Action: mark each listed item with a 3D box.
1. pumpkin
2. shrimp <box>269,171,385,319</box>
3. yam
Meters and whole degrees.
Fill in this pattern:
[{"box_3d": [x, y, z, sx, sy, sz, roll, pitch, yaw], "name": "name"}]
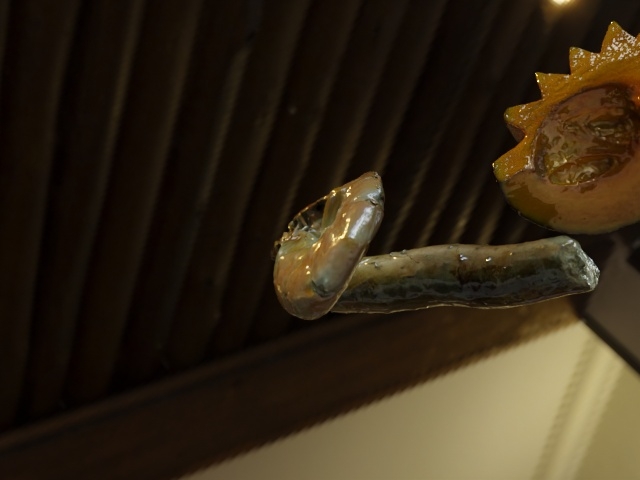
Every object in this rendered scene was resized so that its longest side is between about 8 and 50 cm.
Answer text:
[{"box_3d": [0.297, -0.112, 1.405, 0.254, 0.130, 0.149, -31, -50, 9], "name": "pumpkin"}, {"box_3d": [0.001, 0.000, 1.249, 0.145, 0.061, 0.267, -62, 6, -5], "name": "shrimp"}, {"box_3d": [0.133, 0.038, 1.423, 0.071, 0.317, 0.067, 28, -118, -50], "name": "yam"}]
